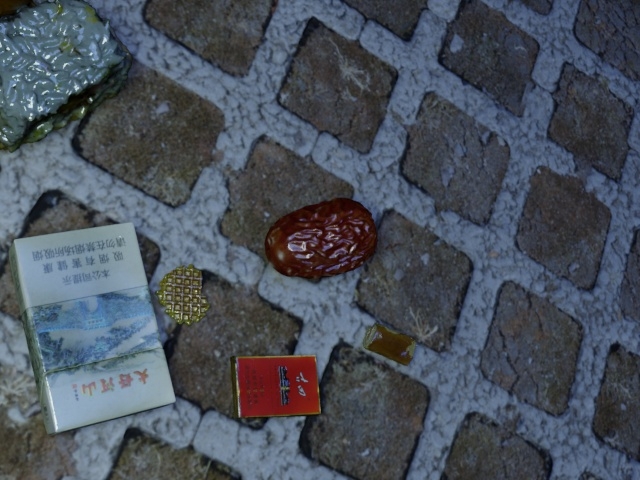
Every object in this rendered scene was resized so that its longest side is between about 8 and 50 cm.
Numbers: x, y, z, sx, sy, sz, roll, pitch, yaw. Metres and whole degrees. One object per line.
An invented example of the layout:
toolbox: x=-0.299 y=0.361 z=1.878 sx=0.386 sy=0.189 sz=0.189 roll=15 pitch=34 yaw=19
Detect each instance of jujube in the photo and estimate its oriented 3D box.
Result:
jujube: x=0.000 y=0.000 z=1.420 sx=0.176 sy=0.109 sz=0.112 roll=-16 pitch=47 yaw=-22

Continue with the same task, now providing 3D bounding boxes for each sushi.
sushi: x=-0.379 y=-0.216 z=1.239 sx=0.274 sy=0.184 sz=0.139 roll=-39 pitch=93 yaw=-29

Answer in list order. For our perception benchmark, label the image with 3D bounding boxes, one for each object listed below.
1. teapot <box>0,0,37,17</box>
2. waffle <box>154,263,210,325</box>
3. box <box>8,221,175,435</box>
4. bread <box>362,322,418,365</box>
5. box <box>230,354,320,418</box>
teapot: x=-0.461 y=-0.335 z=1.301 sx=0.098 sy=0.078 sz=0.129 roll=33 pitch=37 yaw=29
waffle: x=-0.195 y=0.080 z=1.343 sx=0.078 sy=0.016 sz=0.085 roll=-27 pitch=88 yaw=-26
box: x=-0.308 y=0.115 z=1.244 sx=0.164 sy=0.069 sz=0.257 roll=-10 pitch=80 yaw=-29
bread: x=0.110 y=0.163 z=1.462 sx=0.083 sy=0.036 sz=0.047 roll=25 pitch=73 yaw=-20
box: x=-0.066 y=0.214 z=1.365 sx=0.133 sy=0.023 sz=0.090 roll=4 pitch=76 yaw=-26
